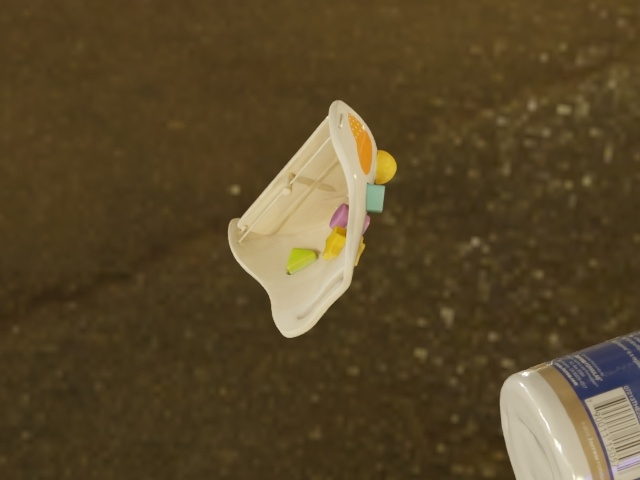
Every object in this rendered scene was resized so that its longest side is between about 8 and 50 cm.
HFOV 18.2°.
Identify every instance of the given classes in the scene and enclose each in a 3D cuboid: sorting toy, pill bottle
[{"bbox_3d":[0.000,0.000,0.818,0.045,0.083,0.075,26,39,-21],"label":"sorting toy"},{"bbox_3d":[0.130,0.061,0.709,0.120,0.067,0.067,-17,28,-12],"label":"pill bottle"}]
